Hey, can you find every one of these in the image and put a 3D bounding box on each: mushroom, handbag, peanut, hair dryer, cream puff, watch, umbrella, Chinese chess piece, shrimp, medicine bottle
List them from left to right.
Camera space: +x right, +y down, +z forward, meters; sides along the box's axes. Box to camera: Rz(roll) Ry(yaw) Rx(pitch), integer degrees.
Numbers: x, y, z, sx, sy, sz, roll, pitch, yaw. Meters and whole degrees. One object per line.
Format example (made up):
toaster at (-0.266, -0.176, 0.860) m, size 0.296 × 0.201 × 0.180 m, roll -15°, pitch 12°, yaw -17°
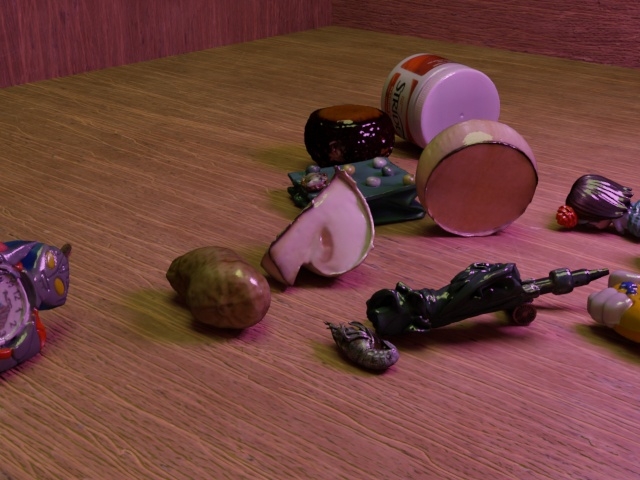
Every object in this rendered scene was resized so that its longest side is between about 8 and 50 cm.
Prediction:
watch at (-0.580, 0.079, 1.521) m, size 0.274 × 0.241 × 0.305 m, roll -3°, pitch 18°, yaw 30°
peanut at (-0.182, 0.076, 1.635) m, size 0.137 × 0.122 × 0.253 m, roll -19°, pitch 26°, yaw -23°
mushroom at (0.006, 0.010, 1.821) m, size 0.162 × 0.173 × 0.236 m, roll 41°, pitch 76°, yaw 4°
cream puff at (0.075, -0.259, 2.396) m, size 0.239 × 0.165 × 0.239 m, roll -1°, pitch 22°, yaw 0°
shrimp at (0.058, 0.162, 1.512) m, size 0.065 × 0.056 × 0.165 m, roll -29°, pitch 43°, yaw -23°
handbag at (0.085, -0.122, 2.147) m, size 0.274 × 0.100 × 0.269 m, roll -7°, pitch 24°, yaw -17°
medicine bottle at (0.324, -0.371, 2.556) m, size 0.252 × 0.252 × 0.241 m, roll -10°, pitch 24°, yaw -23°
umbrella at (0.248, 0.089, 1.562) m, size 0.349 × 0.094 × 0.143 m, roll -12°, pitch 2°, yaw 4°
Chinese chess piece at (0.329, -0.132, 1.967) m, size 0.257 × 0.257 × 0.104 m, roll -2°, pitch 36°, yaw -5°
hair dryer at (0.414, 0.070, 1.686) m, size 0.195 × 0.050 × 0.173 m, roll -19°, pitch 26°, yaw 0°

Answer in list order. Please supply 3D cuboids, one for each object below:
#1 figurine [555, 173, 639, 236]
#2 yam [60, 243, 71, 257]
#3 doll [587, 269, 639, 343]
figurine at (0.642, -0.060, 2.001) m, size 0.245 × 0.110 × 0.138 m, roll 19°, pitch 46°, yaw 25°
yam at (-0.521, 0.035, 1.863) m, size 0.021 × 0.021 × 0.116 m, roll 1°, pitch 23°, yaw 1°
doll at (0.592, 0.107, 1.577) m, size 0.237 × 0.111 × 0.252 m, roll -16°, pitch 18°, yaw -37°
